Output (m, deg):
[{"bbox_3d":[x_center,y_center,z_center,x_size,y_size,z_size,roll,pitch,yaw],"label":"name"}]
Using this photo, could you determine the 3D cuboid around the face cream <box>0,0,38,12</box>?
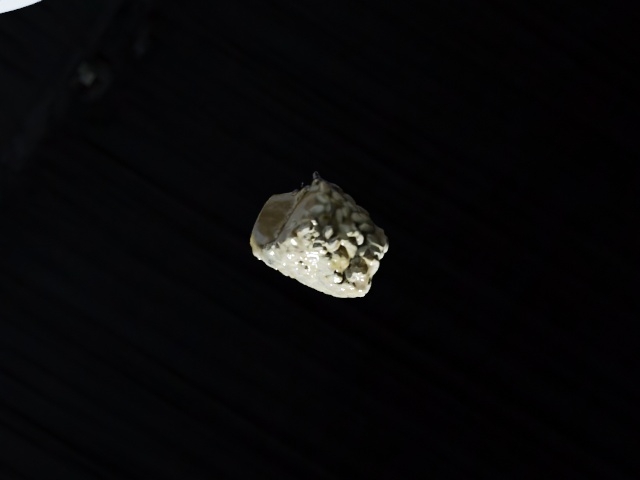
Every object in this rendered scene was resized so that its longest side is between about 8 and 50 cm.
[{"bbox_3d":[-0.267,-0.189,1.041,0.083,0.264,0.149,131,-45,-59],"label":"face cream"}]

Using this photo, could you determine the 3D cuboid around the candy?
[{"bbox_3d":[0.000,0.000,1.576,0.095,0.110,0.085,-13,-136,57],"label":"candy"}]
